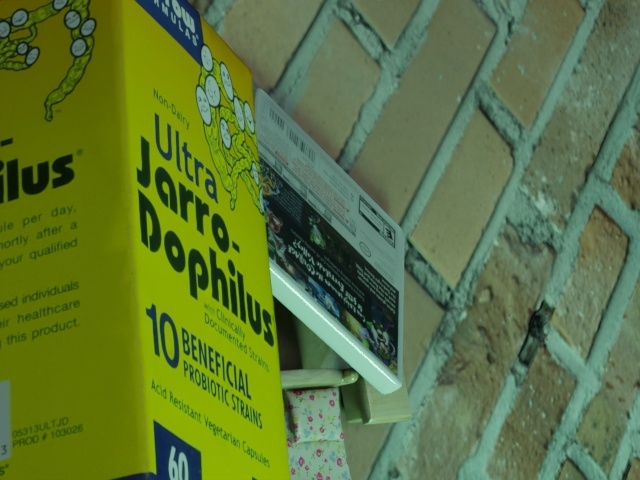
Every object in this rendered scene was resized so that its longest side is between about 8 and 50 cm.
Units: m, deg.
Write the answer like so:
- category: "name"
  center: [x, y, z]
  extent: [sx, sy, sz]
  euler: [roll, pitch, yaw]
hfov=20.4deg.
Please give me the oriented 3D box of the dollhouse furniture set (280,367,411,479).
- category: "dollhouse furniture set"
  center: [0.002, 0.232, 1.225]
  extent: [0.356, 0.174, 0.303]
  euler: [-1, 77, -45]

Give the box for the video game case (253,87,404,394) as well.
- category: "video game case"
  center: [0.000, 0.000, 1.347]
  extent: [0.190, 0.022, 0.173]
  euler: [44, 31, -31]

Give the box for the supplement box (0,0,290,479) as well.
- category: "supplement box"
  center: [-0.148, 0.035, 1.019]
  extent: [0.194, 0.195, 0.356]
  euler: [45, 34, -58]
